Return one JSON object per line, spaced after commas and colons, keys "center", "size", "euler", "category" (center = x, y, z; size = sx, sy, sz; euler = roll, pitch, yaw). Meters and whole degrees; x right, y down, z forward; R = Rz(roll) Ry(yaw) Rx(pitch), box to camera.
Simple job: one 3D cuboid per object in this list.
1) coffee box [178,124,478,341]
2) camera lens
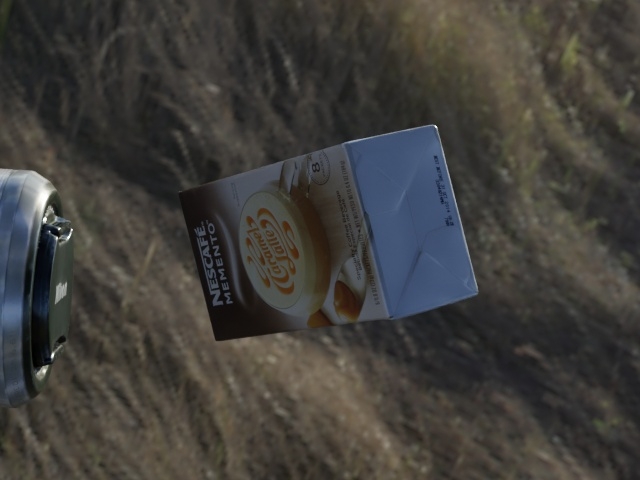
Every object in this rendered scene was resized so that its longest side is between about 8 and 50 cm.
{"center": [0.000, 0.000, 1.310], "size": [0.098, 0.246, 0.141], "euler": [-15, 91, -36], "category": "coffee box"}
{"center": [-0.374, 0.037, 1.472], "size": [0.274, 0.219, 0.219], "euler": [4, 33, -1], "category": "camera lens"}
